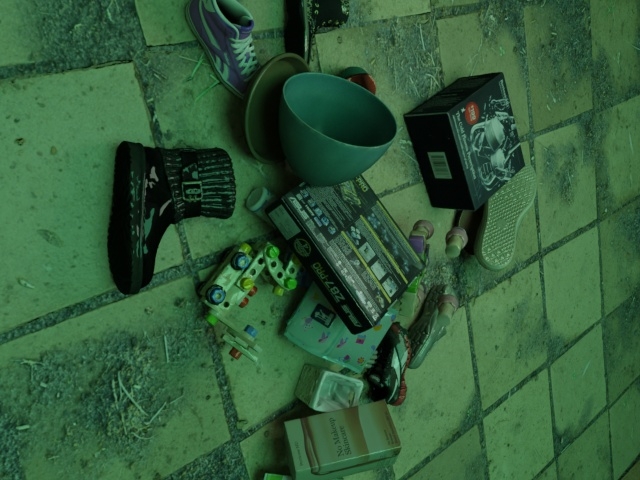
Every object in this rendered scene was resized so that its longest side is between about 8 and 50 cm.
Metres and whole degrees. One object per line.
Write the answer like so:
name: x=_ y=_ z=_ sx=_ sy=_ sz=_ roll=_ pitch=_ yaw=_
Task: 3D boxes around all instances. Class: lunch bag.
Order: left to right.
lunch bag: x=0.049 y=0.220 z=1.635 sx=0.262 sy=0.160 sz=0.223 roll=29 pitch=95 yaw=-30

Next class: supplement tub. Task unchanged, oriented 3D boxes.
supplement tub: x=-0.132 y=-0.085 z=1.512 sx=0.107 sy=0.071 sz=0.071 roll=38 pitch=72 yaw=-36

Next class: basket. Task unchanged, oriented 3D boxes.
basket: x=0.023 y=0.431 z=1.690 sx=0.167 sy=0.103 sz=0.113 roll=26 pitch=80 yaw=-38

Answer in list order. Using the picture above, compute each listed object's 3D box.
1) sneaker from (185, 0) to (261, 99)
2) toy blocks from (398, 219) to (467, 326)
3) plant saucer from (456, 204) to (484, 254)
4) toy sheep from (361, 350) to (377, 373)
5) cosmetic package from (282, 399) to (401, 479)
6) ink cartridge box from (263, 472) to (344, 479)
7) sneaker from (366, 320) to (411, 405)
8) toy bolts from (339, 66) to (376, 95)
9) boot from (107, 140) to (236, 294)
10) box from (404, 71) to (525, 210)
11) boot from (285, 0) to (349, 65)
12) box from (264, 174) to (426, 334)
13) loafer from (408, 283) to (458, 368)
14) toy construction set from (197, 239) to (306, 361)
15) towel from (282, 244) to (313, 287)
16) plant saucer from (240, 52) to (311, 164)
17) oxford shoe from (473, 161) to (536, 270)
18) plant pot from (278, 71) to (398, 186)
sneaker: x=-0.189 y=-0.442 z=1.360 sx=0.102 sy=0.161 sz=0.282 roll=-54 pitch=126 yaw=-22
toy blocks: x=0.289 y=0.069 z=1.817 sx=0.260 sy=0.309 sz=0.288 roll=-46 pitch=142 yaw=-64
plant saucer: x=0.542 y=-0.047 z=2.088 sx=0.199 sy=0.036 sz=0.198 roll=-6 pitch=99 yaw=-38
toy sheep: x=0.133 y=0.342 z=1.781 sx=0.091 sy=0.091 sz=0.132 roll=14 pitch=84 yaw=-39
cosmetic package: x=0.055 y=0.559 z=1.613 sx=0.296 sy=0.153 sz=0.129 roll=-10 pitch=140 yaw=-14
ink cartridge box: x=-0.077 y=0.743 z=1.662 sx=0.255 sy=0.097 sz=0.188 roll=17 pitch=86 yaw=-25
sneaker: x=0.212 y=0.395 z=1.841 sx=0.135 sy=0.098 sz=0.276 roll=-1 pitch=99 yaw=-41
toy bolts: x=0.085 y=-0.371 z=1.641 sx=0.218 sy=0.158 sz=0.228 roll=-12 pitch=121 yaw=4
boot: x=-0.325 y=-0.050 z=1.321 sx=0.260 sy=0.131 sz=0.348 roll=3 pitch=94 yaw=-39
box: x=0.479 y=-0.323 z=1.906 sx=0.312 sy=0.179 sz=0.343 roll=-39 pitch=119 yaw=-30
boot: x=-0.002 y=-0.565 z=1.542 sx=0.179 sy=0.085 sz=0.236 roll=-8 pitch=101 yaw=-40
box: x=0.079 y=-0.002 z=1.540 sx=0.395 sy=0.097 sz=0.318 roll=54 pitch=46 yaw=-4
loafer: x=0.375 y=0.296 z=1.952 sx=0.111 sy=0.112 sz=0.319 roll=43 pitch=69 yaw=-26
toy construction set: x=-0.174 y=0.133 z=1.465 sx=0.215 sy=0.151 sz=0.327 roll=45 pitch=57 yaw=-28
towel: x=0.000 y=0.000 z=1.656 sx=0.209 sy=0.034 sz=0.285 roll=17 pitch=86 yaw=-38
plant saucer: x=-0.108 y=-0.327 z=1.457 sx=0.278 sy=0.041 sz=0.278 roll=-40 pitch=141 yaw=-42
oxford shoe: x=0.645 y=-0.087 z=2.071 sx=0.130 sy=0.169 sz=0.449 roll=85 pitch=25 yaw=-69
plant pot: x=0.017 y=-0.248 z=1.439 sx=0.290 sy=0.290 sz=0.195 roll=-14 pitch=145 yaw=-37
